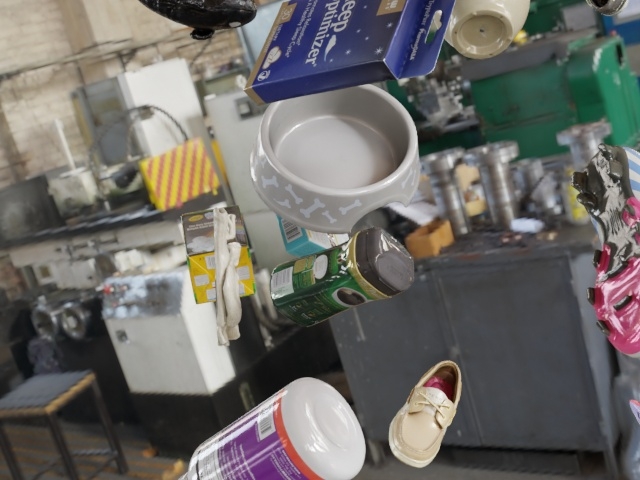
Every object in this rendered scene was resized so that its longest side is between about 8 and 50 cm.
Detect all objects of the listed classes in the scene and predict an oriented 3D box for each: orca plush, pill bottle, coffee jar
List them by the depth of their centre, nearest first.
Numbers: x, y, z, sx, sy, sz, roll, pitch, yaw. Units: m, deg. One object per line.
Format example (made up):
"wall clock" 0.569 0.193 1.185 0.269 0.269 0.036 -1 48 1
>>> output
"coffee jar" 0.029 0.048 1.087 0.184 0.096 0.079 -22 48 32
"pill bottle" -0.094 0.379 1.379 0.323 0.181 0.181 -37 3 24
"orca plush" -0.270 -0.499 1.651 0.287 0.151 0.102 27 8 -9

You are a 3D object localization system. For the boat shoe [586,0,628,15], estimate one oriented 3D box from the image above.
"boat shoe" 0.483 -0.508 1.436 0.081 0.227 0.069 -15 0 38

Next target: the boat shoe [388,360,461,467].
"boat shoe" 0.126 0.194 0.957 0.063 0.059 0.170 25 29 8

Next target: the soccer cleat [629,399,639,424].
"soccer cleat" 0.558 0.197 1.159 0.248 0.095 0.083 -39 -22 6

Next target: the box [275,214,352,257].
"box" 0.000 0.000 1.801 0.060 0.100 0.244 -27 -26 21

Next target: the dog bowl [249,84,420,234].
"dog bowl" 0.033 -0.180 1.620 0.349 0.349 0.102 -21 -32 -17

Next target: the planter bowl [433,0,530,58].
"planter bowl" 0.254 -0.358 1.297 0.162 0.162 0.109 -12 49 20

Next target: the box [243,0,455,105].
"box" 0.031 -0.219 0.873 0.225 0.036 0.136 -2 56 37

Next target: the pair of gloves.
"pair of gloves" -0.141 0.054 1.259 0.042 0.204 0.240 -1 -1 -6

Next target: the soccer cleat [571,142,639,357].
"soccer cleat" 0.390 0.009 0.958 0.116 0.143 0.331 -56 16 41

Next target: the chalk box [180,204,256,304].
"chalk box" -0.223 0.016 1.767 0.132 0.132 0.213 -10 34 -7
